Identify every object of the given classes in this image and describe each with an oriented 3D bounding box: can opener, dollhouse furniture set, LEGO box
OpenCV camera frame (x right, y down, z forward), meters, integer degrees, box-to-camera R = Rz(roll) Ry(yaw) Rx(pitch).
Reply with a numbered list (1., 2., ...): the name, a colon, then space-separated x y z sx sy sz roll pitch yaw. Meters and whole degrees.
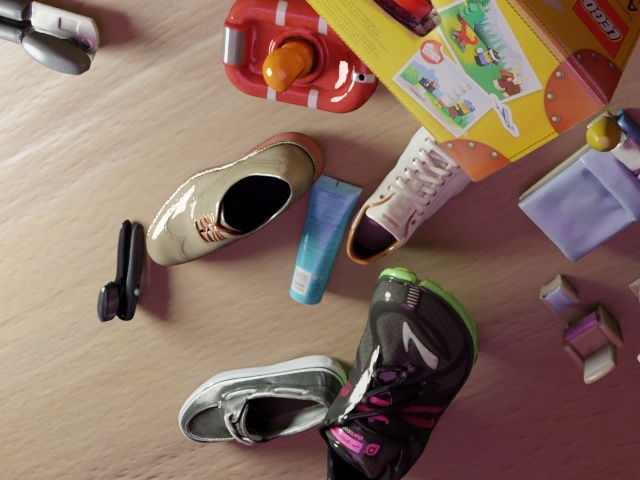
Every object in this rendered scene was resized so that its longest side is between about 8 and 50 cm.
1. can opener: -0.323 0.054 1.585 0.059 0.073 0.186 23 112 12
2. dollhouse furniture set: 0.379 0.026 1.297 0.286 0.198 0.303 -39 102 28
3. LEGO box: 0.127 -0.378 1.027 0.500 0.372 0.193 45 138 -11
4. can opener: -0.459 -0.325 1.404 0.280 0.093 0.074 20 122 10

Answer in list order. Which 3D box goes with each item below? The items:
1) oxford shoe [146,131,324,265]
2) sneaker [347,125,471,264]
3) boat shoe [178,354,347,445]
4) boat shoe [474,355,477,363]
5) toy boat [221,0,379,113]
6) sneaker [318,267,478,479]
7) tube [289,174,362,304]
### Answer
1. oxford shoe: -0.156 -0.046 1.439 0.348 0.130 0.123 -33 104 30
2. sneaker: 0.140 -0.068 1.356 0.106 0.123 0.290 36 119 -3
3. boat shoe: -0.115 0.286 1.614 0.335 0.119 0.121 -24 109 25
4. boat shoe: 0.191 0.157 1.503 0.133 0.049 0.042 29 129 4
5. toy boat: -0.034 -0.245 1.290 0.231 0.151 0.151 12 120 9
6. sneaker: 0.109 0.249 1.447 0.185 0.202 0.483 22 130 18
7. tube: 0.000 0.000 1.475 0.080 0.052 0.207 18 114 4
